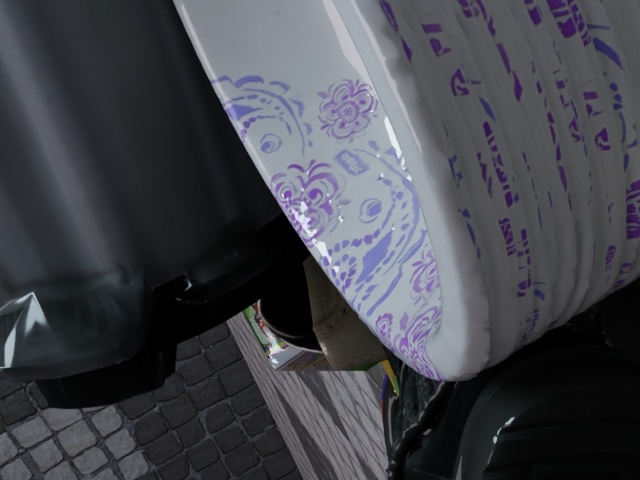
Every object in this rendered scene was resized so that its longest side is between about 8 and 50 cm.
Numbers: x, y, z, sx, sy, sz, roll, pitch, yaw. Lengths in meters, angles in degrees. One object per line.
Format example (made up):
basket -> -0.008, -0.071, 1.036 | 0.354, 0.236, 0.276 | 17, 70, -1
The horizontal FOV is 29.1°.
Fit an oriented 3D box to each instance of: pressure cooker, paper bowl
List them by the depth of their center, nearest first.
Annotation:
paper bowl -> 0.041, -0.099, 0.499 | 0.284, 0.148, 0.284 | 58, 170, 16
pressure cooker -> -0.165, -0.119, 0.786 | 0.375, 0.370, 0.420 | 22, 144, 36

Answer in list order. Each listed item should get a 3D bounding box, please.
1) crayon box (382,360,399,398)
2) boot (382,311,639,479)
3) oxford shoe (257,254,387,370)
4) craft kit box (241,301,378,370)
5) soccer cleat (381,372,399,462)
crayon box -> 0.155, 0.196, 0.934 | 0.278, 0.081, 0.165 | 65, 169, -21
boot -> 0.081, 0.151, 0.667 | 0.260, 0.131, 0.348 | -115, 36, -64
oxford shoe -> 0.000, 0.000, 0.961 | 0.140, 0.146, 0.397 | 60, 171, -13
craft kit box -> -0.039, 0.011, 1.187 | 0.247, 0.061, 0.250 | 60, -165, 15
soccer cleat -> 0.115, 0.207, 1.093 | 0.116, 0.108, 0.318 | 42, 162, 57
